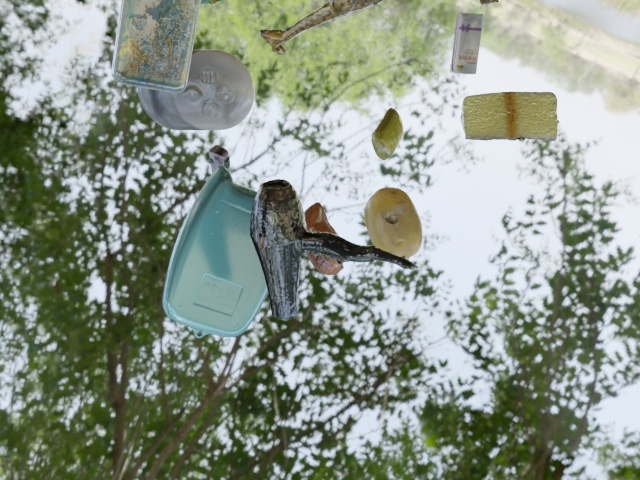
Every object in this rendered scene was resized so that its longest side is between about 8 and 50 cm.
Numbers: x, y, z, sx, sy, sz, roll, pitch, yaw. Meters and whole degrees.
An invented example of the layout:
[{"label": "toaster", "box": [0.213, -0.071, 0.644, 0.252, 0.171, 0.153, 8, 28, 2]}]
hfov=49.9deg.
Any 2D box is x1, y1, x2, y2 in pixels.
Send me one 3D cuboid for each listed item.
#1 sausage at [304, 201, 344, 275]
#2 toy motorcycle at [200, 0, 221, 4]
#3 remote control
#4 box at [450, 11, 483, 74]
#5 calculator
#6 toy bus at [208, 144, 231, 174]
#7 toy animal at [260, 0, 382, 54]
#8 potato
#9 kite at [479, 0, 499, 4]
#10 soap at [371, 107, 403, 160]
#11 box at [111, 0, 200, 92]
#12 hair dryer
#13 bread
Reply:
[{"label": "sausage", "box": [0.000, 0.000, 1.643, 0.089, 0.089, 0.179, -24, -85, -62]}, {"label": "toy motorcycle", "box": [-0.335, -0.607, 1.715, 0.074, 0.190, 0.106, -10, -97, -73]}, {"label": "remote control", "box": [-0.344, -0.412, 1.893, 0.332, 0.221, 0.103, 1, -157, 10]}, {"label": "box", "box": [0.288, -0.388, 1.357, 0.051, 0.117, 0.036, 6, -165, 1]}, {"label": "calculator", "box": [-0.211, 0.043, 1.580, 0.256, 0.386, 0.054, 23, 177, -30]}, {"label": "toy bus", "box": [-0.262, -0.188, 1.810, 0.052, 0.130, 0.037, 22, -130, 18]}, {"label": "toy animal", "box": [0.025, -0.362, 1.014, 0.149, 0.275, 0.054, -6, -107, -36]}, {"label": "potato", "box": [0.212, -0.047, 2.039, 0.150, 0.233, 0.146, -25, -163, -23]}, {"label": "kite", "box": [0.393, -0.670, 1.719, 0.198, 0.006, 0.244, 34, -133, -34]}, {"label": "soap", "box": [0.166, -0.258, 1.666, 0.045, 0.089, 0.140, 5, -134, 30]}, {"label": "box", "box": [-0.292, -0.419, 1.252, 0.142, 0.285, 0.044, 2, -163, -36]}, {"label": "hair dryer", "box": [0.019, 0.048, 1.310, 0.360, 0.303, 0.120, 12, -153, 31]}, {"label": "bread", "box": [0.495, -0.306, 1.825, 0.240, 0.135, 0.178, 0, 173, 8]}]
